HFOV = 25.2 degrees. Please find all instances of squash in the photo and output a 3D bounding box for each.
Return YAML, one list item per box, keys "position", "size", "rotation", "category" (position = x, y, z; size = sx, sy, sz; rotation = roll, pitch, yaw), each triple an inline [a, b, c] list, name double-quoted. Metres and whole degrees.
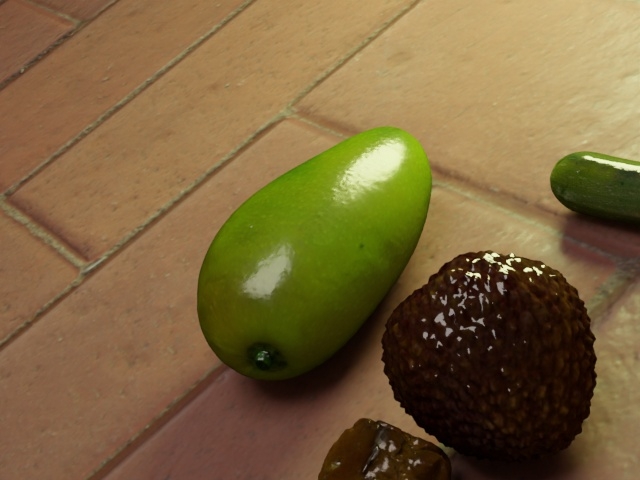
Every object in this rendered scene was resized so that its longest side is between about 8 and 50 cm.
- position: [0.318, -0.045, 1.390]
  size: [0.229, 0.066, 0.066]
  rotation: [13, 52, 45]
  category: "squash"

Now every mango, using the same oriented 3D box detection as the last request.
- position: [0.000, 0.000, 1.489]
  size: [0.192, 0.156, 0.343]
  rotation: [14, 49, 35]
  category: "mango"

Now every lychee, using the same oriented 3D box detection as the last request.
- position: [0.147, 0.098, 1.233]
  size: [0.194, 0.194, 0.194]
  rotation: [-20, 35, 15]
  category: "lychee"

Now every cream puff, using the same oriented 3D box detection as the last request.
- position: [0.056, 0.210, 1.233]
  size: [0.122, 0.094, 0.116]
  rotation: [-43, 25, 23]
  category: "cream puff"
